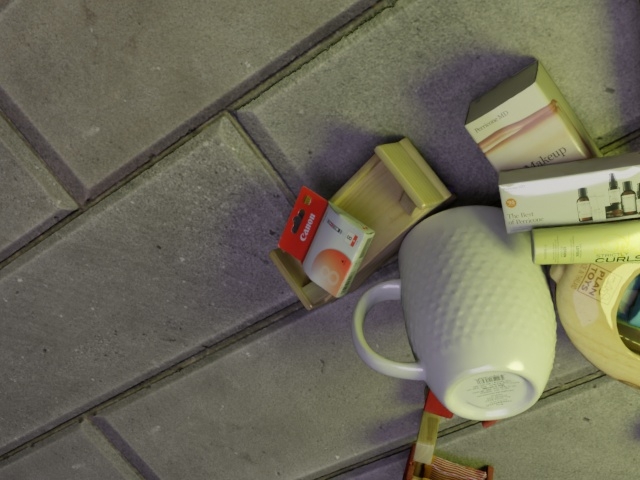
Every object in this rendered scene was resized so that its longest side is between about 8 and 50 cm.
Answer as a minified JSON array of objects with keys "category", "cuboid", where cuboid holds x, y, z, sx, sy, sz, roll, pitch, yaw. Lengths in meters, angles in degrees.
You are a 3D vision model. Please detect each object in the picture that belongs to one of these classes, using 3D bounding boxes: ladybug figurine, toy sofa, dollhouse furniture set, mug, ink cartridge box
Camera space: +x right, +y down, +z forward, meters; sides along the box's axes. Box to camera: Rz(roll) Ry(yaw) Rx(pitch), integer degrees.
[{"category":"ladybug figurine","cuboid":[0.616,0.118,1.527,0.449,0.162,0.305,23,99,-10]},{"category":"toy sofa","cuboid":[0.084,-0.031,1.656,0.362,0.177,0.150,-44,75,31]},{"category":"dollhouse furniture set","cuboid":[0.301,0.472,1.855,0.201,0.152,0.374,14,121,8]},{"category":"mug","cuboid":[0.242,0.149,1.528,0.374,0.328,0.276,-5,137,5]},{"category":"ink cartridge box","cuboid":[0.000,0.000,1.585,0.179,0.045,0.145,33,114,21]}]

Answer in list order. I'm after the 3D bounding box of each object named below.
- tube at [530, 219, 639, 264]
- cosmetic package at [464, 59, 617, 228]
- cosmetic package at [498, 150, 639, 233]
[{"category":"tube","cuboid":[0.476,0.004,1.396,0.240,0.062,0.070,-2,154,9]},{"category":"cosmetic package","cuboid":[0.403,-0.148,1.490,0.153,0.129,0.296,-32,106,29]},{"category":"cosmetic package","cuboid":[0.428,-0.080,1.411,0.239,0.060,0.098,-8,115,18]}]
